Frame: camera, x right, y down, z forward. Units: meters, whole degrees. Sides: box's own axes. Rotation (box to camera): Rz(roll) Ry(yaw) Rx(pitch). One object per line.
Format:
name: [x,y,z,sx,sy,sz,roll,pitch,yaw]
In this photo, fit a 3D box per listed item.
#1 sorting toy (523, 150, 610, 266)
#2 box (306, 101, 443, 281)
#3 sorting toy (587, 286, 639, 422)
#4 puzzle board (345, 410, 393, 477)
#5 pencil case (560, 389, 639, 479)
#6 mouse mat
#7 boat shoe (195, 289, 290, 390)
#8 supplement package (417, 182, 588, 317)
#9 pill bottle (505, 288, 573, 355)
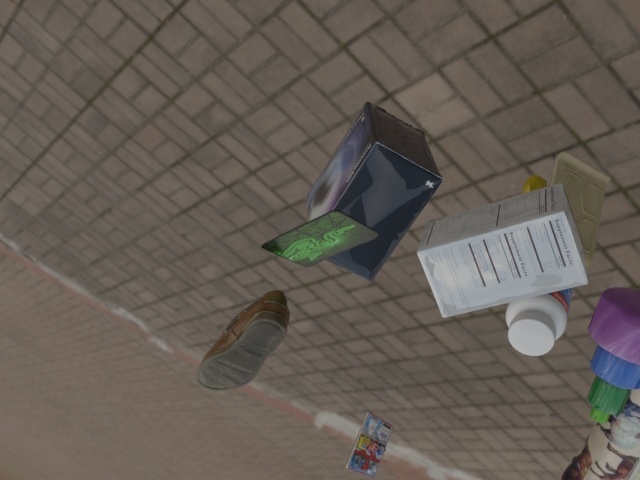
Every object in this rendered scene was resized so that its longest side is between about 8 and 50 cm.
sorting toy: [0.545,-0.080,1.681,0.307,0.229,0.041,18,175,-38]
box: [0.110,-0.120,1.697,0.183,0.294,0.296,27,113,-15]
sorting toy: [0.378,0.129,0.612,0.365,0.127,0.126,8,113,-12]
puzzle board: [0.086,0.346,1.242,0.011,0.096,0.128,16,165,30]
pencil case: [0.545,0.303,1.216,0.160,0.410,0.183,29,-175,16]
mouse mat: [0.000,0.000,1.421,0.190,0.007,0.152,-24,149,31]
boat shoe: [-0.161,0.221,1.601,0.111,0.104,0.307,34,127,-21]
supplement package: [0.307,0.017,1.243,0.244,0.139,0.134,-16,109,24]
pill bottle: [0.459,0.141,1.554,0.124,0.221,0.124,11,124,17]
